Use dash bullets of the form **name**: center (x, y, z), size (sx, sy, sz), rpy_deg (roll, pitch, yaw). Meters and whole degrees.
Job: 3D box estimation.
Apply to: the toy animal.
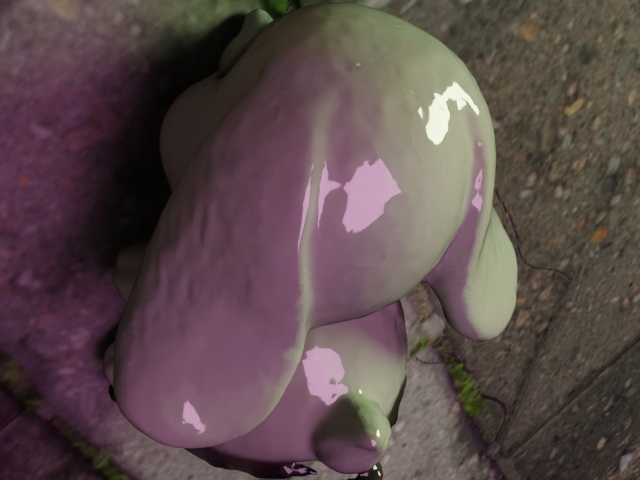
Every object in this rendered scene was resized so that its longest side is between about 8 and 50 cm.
- **toy animal**: center (-0.011, 0.016, 0.736), size (0.249, 0.174, 0.289), rpy_deg (-38, 144, -12)
